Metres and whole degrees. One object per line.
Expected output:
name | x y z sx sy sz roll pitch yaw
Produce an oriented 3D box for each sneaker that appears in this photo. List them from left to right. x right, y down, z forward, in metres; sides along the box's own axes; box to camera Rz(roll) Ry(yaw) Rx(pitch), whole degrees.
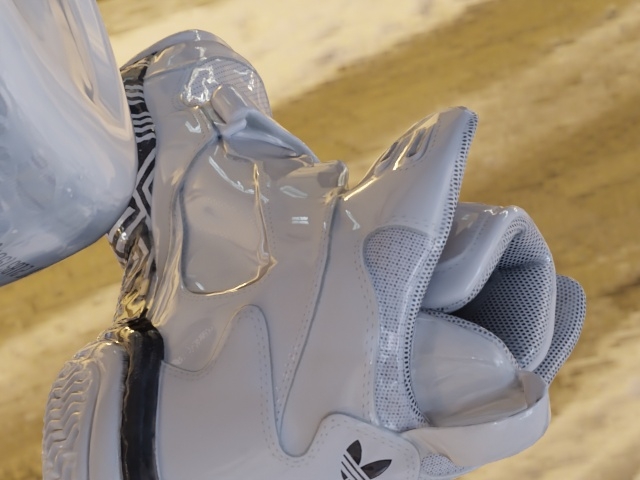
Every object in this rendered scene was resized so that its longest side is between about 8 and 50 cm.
sneaker | 0.000 0.000 0.751 0.210 0.137 0.366 -23 36 18

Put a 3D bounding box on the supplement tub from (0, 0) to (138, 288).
supplement tub | -0.235 -0.032 0.409 0.338 0.207 0.207 -23 18 4
